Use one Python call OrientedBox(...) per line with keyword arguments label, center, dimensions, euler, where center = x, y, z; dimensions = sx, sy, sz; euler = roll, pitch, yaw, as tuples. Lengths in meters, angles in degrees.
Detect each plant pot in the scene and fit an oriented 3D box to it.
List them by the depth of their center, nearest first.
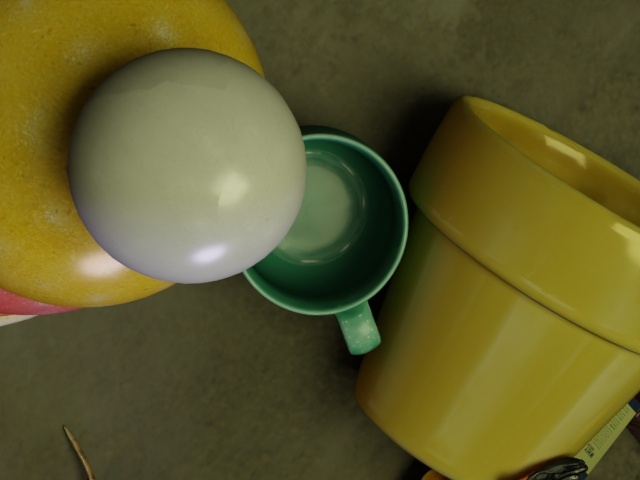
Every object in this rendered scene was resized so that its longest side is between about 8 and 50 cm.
OrientedBox(label="plant pot", center=(0.151, 0.054, 1.464), dimensions=(0.254, 0.254, 0.239), euler=(24, 105, -31))

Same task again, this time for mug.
OrientedBox(label="mug", center=(-0.008, -0.006, 1.420), dimensions=(0.129, 0.097, 0.158), euler=(11, 99, -8))

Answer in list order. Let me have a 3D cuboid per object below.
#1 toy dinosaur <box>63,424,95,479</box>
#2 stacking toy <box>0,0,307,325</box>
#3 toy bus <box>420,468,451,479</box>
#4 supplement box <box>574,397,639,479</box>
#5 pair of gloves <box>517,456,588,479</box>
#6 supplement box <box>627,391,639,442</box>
OrientedBox(label="toy dinosaur", center=(-0.171, 0.256, 1.407), dimensions=(0.112, 0.064, 0.211), euler=(64, 36, -56))
OrientedBox(label="stacking toy", center=(-0.135, -0.073, 1.121), dimensions=(0.350, 0.480, 0.351), euler=(-7, 105, -29))
OrientedBox(label="toy bus", center=(0.184, 0.281, 1.575), dimensions=(0.211, 0.220, 0.149), euler=(7, 108, -62))
OrientedBox(label="supplement box", center=(0.202, 0.137, 1.607), dimensions=(0.083, 0.056, 0.083), euler=(-50, 120, -11))
OrientedBox(label="pair of gloves", center=(0.159, 0.190, 1.439), dimensions=(0.074, 0.010, 0.083), euler=(-14, 142, -25))
OrientedBox(label="supplement box", center=(0.295, 0.151, 1.670), dimensions=(0.055, 0.043, 0.083), euler=(-48, 119, -11))
